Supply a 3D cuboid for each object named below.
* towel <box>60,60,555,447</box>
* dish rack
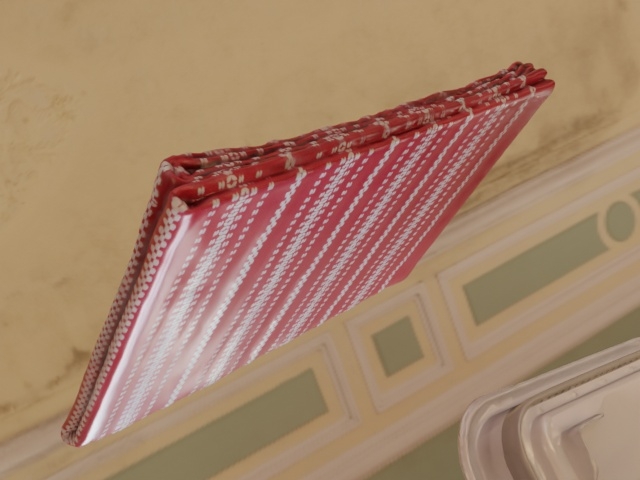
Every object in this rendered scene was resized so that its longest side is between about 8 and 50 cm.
[{"bbox_3d":[0.000,0.000,0.442,0.275,0.199,0.031,-23,-115,-42],"label":"towel"},{"bbox_3d":[0.274,0.209,0.612,0.333,0.072,0.285,-8,-115,-43],"label":"dish rack"}]
